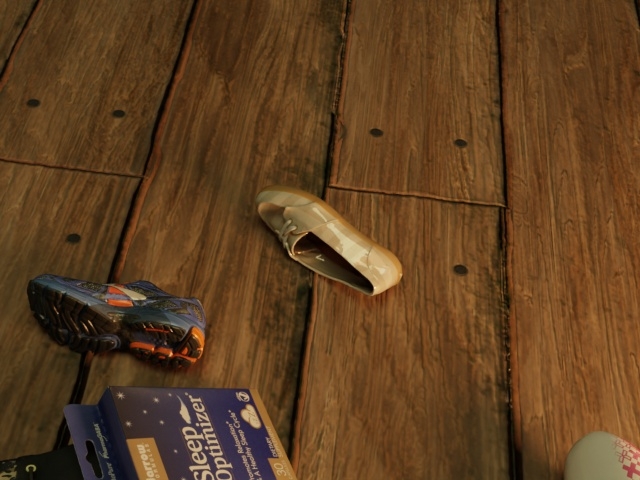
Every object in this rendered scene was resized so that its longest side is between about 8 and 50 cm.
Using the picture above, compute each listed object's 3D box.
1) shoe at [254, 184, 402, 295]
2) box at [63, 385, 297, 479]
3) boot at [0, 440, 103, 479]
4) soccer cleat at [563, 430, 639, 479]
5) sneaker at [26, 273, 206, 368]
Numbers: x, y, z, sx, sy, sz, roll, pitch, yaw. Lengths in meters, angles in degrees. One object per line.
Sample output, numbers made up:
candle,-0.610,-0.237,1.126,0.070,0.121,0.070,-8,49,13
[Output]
shoe,0.000,0.000,1.276,0.219,0.077,0.058,31,46,18
box,-0.137,0.211,1.027,0.225,0.036,0.136,6,41,-38
boot,-0.224,0.287,0.982,0.178,0.085,0.236,-19,54,-26
soccer cleat,0.291,0.322,0.963,0.143,0.116,0.331,14,42,-30
sneaker,-0.236,0.084,1.183,0.221,0.083,0.087,17,34,2
